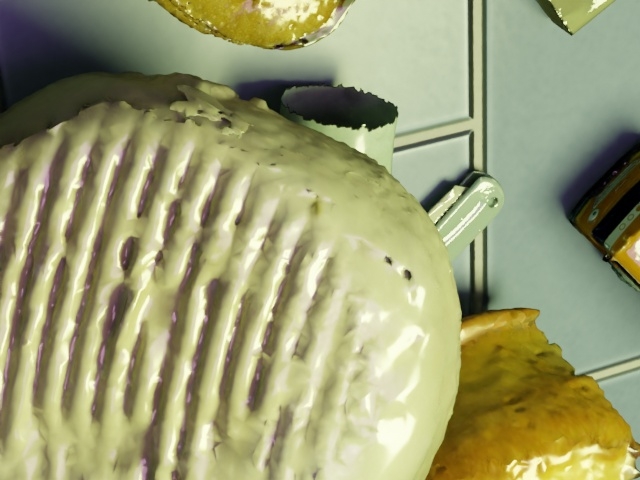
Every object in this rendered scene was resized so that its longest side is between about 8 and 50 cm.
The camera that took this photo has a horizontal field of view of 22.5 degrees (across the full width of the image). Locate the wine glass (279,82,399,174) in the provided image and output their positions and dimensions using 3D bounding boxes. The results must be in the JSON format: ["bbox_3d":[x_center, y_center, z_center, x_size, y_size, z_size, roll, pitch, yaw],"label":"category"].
[{"bbox_3d":[0.000,0.000,1.067,0.093,0.093,0.202,-6,119,-23],"label":"wine glass"}]

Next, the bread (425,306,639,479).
[{"bbox_3d":[0.070,0.219,1.154,0.179,0.194,0.340,2,118,-35],"label":"bread"}]

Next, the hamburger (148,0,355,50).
[{"bbox_3d":[-0.044,-0.201,0.934,0.185,0.113,0.177,-20,118,-24],"label":"hamburger"}]

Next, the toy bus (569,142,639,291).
[{"bbox_3d":[0.287,0.028,1.181,0.098,0.114,0.201,-45,105,4],"label":"toy bus"}]

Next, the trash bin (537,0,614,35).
[{"bbox_3d":[0.184,-0.192,1.086,0.092,0.043,0.061,-41,126,4],"label":"trash bin"}]

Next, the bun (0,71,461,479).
[{"bbox_3d":[-0.098,0.060,0.956,0.359,0.211,0.360,1,102,7],"label":"bun"}]

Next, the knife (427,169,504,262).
[{"bbox_3d":[0.068,0.013,1.149,0.162,0.023,0.044,-45,128,2],"label":"knife"}]
